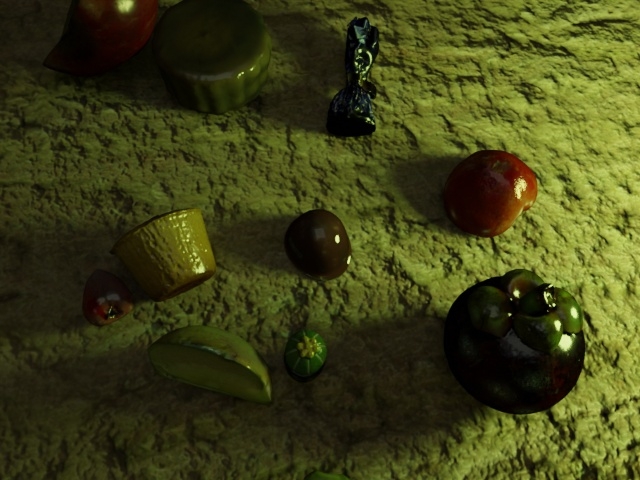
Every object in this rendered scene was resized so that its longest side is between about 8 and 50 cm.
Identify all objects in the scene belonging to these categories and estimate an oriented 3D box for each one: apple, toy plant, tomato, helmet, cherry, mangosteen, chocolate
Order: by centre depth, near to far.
[{"bbox_3d":[-0.215,0.236,1.390,0.264,0.193,0.120,14,57,3],"label":"apple"},{"bbox_3d":[0.409,0.209,1.403,0.300,0.300,0.301,2,67,-5],"label":"mangosteen"},{"bbox_3d":[-0.031,0.240,1.412,0.092,0.162,0.093,2,66,-5],"label":"toy plant"},{"bbox_3d":[-0.456,0.127,1.460,0.106,0.087,0.126,-4,49,-6],"label":"cherry"},{"bbox_3d":[0.000,0.000,1.549,0.154,0.106,0.175,-18,74,-12],"label":"helmet"},{"bbox_3d":[-0.534,-0.572,1.619,0.328,0.295,0.365,-11,51,10],"label":"apple"},{"bbox_3d":[0.411,-0.133,1.624,0.200,0.140,0.233,40,70,18],"label":"tomato"},{"bbox_3d":[0.094,-0.418,1.730,0.148,0.126,0.344,29,58,-36],"label":"chocolate"}]

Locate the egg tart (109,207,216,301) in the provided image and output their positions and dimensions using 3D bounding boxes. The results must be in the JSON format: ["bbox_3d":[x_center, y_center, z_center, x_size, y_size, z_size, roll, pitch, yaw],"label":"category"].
[{"bbox_3d":[-0.329,0.028,1.458,0.215,0.215,0.171,-25,83,-15],"label":"egg tart"}]

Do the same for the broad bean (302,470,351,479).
[{"bbox_3d":[0.031,0.593,1.299,0.238,0.119,0.291,-28,75,-25],"label":"broad bean"}]

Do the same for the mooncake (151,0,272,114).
[{"bbox_3d":[-0.263,-0.459,1.681,0.290,0.161,0.291,1,66,-3],"label":"mooncake"}]
